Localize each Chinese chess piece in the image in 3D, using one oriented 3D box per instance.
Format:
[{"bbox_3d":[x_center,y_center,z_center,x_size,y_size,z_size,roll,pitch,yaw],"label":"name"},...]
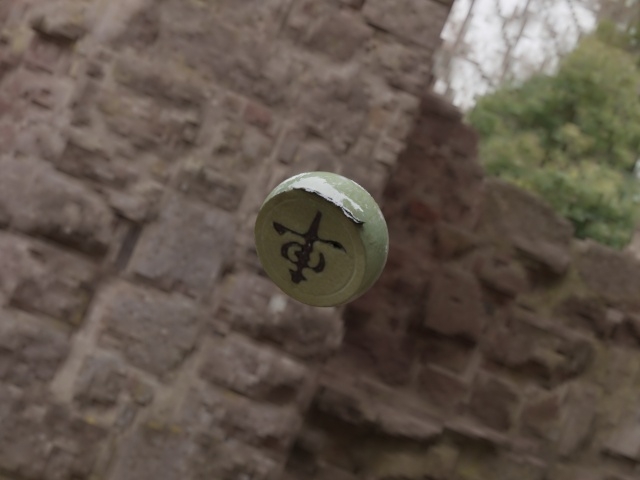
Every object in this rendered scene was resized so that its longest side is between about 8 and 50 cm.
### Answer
[{"bbox_3d":[0.000,0.000,0.916,0.084,0.084,0.034,21,33,20],"label":"Chinese chess piece"}]
